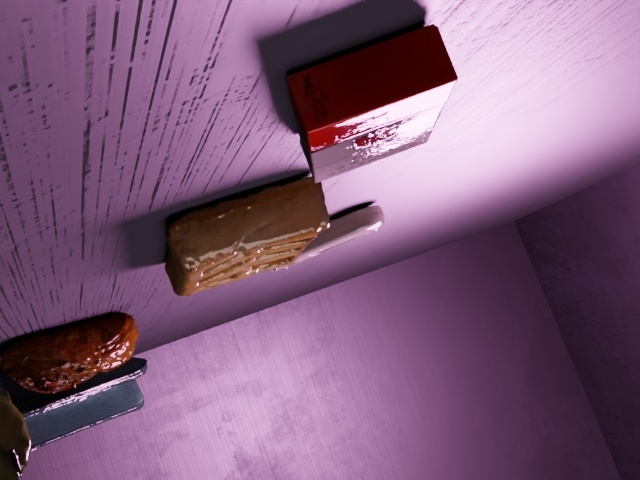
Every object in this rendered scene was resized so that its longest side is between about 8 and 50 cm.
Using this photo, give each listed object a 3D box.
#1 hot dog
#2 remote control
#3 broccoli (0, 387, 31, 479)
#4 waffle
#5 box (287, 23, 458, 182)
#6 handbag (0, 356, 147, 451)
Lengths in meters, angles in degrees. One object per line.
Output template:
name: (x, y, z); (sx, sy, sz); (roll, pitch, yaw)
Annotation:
hot dog: (-0.402, 0.185, 1.158); (0.227, 0.099, 0.160); (-10, 164, -45)
remote control: (0.000, 0.000, 1.114); (0.221, 0.042, 0.078); (-24, 173, 22)
broccoli: (-0.310, 0.131, 0.569); (0.273, 0.242, 0.180); (-16, -164, 17)
waffle: (-0.093, 0.006, 0.820); (0.168, 0.057, 0.274); (-18, 173, -16)
box: (0.033, -0.090, 0.503); (0.100, 0.048, 0.152); (-22, 175, -1)
handbag: (-0.496, 0.276, 1.275); (0.238, 0.089, 0.326); (10, -168, 31)
